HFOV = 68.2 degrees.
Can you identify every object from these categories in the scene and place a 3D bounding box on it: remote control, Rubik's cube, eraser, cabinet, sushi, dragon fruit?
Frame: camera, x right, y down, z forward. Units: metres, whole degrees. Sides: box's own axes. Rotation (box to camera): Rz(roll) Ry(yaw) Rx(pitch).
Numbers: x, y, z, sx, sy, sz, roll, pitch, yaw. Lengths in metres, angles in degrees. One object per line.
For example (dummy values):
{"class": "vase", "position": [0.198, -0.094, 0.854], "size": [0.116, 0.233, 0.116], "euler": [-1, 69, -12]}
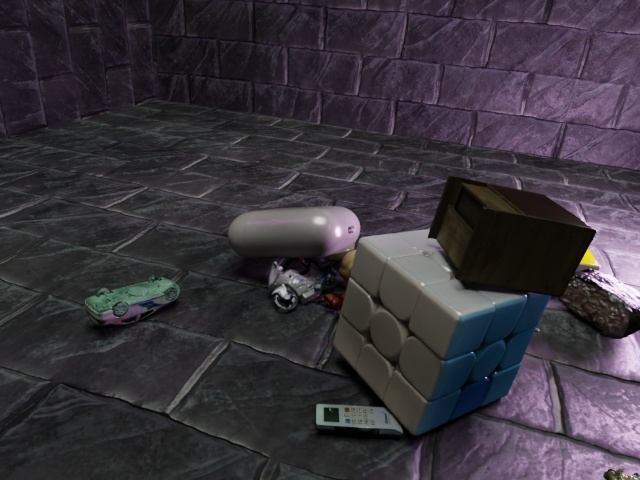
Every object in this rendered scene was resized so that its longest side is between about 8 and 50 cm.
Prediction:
{"class": "remote control", "position": [0.074, 0.350, 0.915], "size": [0.166, 0.029, 0.065], "euler": [4, 20, -1]}
{"class": "Rubik's cube", "position": [0.239, 0.166, 0.992], "size": [0.290, 0.292, 0.291], "euler": [-6, 30, -34]}
{"class": "eraser", "position": [0.783, 0.058, 1.564], "size": [0.225, 0.069, 0.158], "euler": [9, 26, 8]}
{"class": "cabinet", "position": [0.341, -0.009, 0.887], "size": [0.214, 0.148, 0.175], "euler": [10, 25, -12]}
{"class": "sushi", "position": [0.774, 0.164, 1.292], "size": [0.126, 0.124, 0.225], "euler": [-9, 29, -24]}
{"class": "dragon fruit", "position": [0.066, 0.173, 1.228], "size": [0.190, 0.094, 0.094], "euler": [-4, 18, 36]}

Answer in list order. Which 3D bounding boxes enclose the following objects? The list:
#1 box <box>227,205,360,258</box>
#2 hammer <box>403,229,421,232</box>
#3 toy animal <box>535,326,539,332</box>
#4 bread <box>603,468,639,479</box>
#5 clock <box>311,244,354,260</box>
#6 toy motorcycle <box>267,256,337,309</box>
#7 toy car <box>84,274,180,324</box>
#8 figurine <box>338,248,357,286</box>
{"class": "box", "position": [-0.074, -0.027, 1.391], "size": [0.348, 0.141, 0.288], "euler": [-2, 7, 23]}
{"class": "hammer", "position": [0.388, 0.064, 1.523], "size": [0.111, 0.044, 0.365], "euler": [-11, 32, -29]}
{"class": "toy animal", "position": [0.533, 0.194, 1.273], "size": [0.117, 0.121, 0.210], "euler": [41, 33, -29]}
{"class": "bread", "position": [0.496, 0.448, 0.730], "size": [0.110, 0.103, 0.156], "euler": [-29, 35, -30]}
{"class": "clock", "position": [0.000, 0.000, 1.597], "size": [0.234, 0.029, 0.235], "euler": [4, 27, -2]}
{"class": "toy motorcycle", "position": [-0.060, 0.104, 1.319], "size": [0.221, 0.102, 0.150], "euler": [-22, 58, -37]}
{"class": "toy car", "position": [-0.459, 0.153, 1.173], "size": [0.090, 0.076, 0.224], "euler": [23, 24, 35]}
{"class": "figurine", "position": [0.127, 0.092, 1.316], "size": [0.108, 0.114, 0.196], "euler": [4, 14, -22]}
